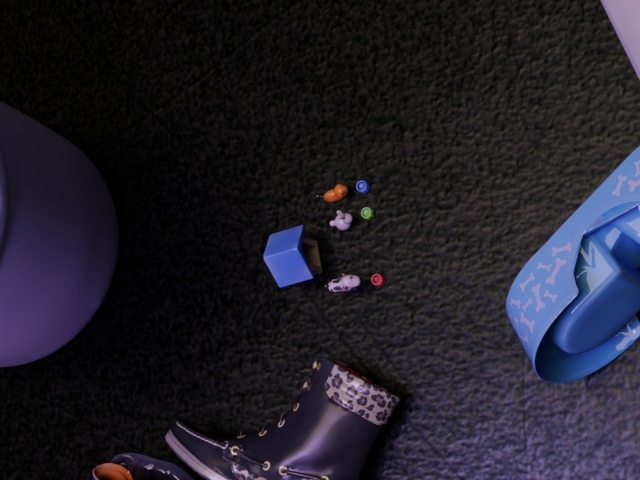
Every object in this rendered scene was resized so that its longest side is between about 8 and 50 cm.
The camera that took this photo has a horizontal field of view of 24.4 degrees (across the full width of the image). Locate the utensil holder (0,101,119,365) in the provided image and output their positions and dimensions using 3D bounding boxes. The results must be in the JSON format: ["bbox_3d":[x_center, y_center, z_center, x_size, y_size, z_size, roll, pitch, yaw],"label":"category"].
[{"bbox_3d":[-0.423,-0.018,1.614,0.328,0.385,0.327,-1,84,13],"label":"utensil holder"}]

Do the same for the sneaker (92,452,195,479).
[{"bbox_3d":[-0.239,0.331,1.619,0.321,0.124,0.180,-19,108,11],"label":"sneaker"}]

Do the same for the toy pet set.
[{"bbox_3d":[0.000,0.000,1.619,0.114,0.065,0.122,-16,76,22],"label":"toy pet set"}]

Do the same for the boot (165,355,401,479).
[{"bbox_3d":[-0.039,0.202,1.604,0.236,0.085,0.178,26,90,26],"label":"boot"}]

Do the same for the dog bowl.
[{"bbox_3d":[0.299,0.008,1.430,0.297,0.166,0.074,-47,55,13],"label":"dog bowl"}]

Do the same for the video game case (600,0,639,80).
[{"bbox_3d":[0.431,-0.314,1.476,0.329,0.036,0.300,-28,72,19],"label":"video game case"}]
